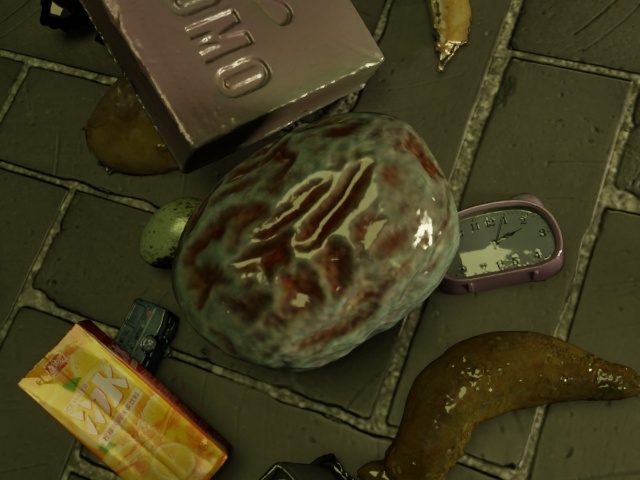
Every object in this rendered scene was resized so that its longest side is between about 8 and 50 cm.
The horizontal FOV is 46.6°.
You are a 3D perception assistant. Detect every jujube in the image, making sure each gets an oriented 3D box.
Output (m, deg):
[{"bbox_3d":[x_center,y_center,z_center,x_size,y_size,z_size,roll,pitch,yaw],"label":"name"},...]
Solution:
[{"bbox_3d":[-0.003,-0.002,0.792,0.308,0.215,0.246,-45,48,2],"label":"jujube"}]

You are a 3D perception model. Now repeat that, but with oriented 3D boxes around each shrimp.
[{"bbox_3d":[0.096,-0.362,1.001,0.287,0.068,0.185,36,87,11],"label":"shrimp"}]

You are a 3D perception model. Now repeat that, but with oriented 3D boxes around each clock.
[{"bbox_3d":[0.197,-0.003,0.851,0.153,0.050,0.109,-12,69,9],"label":"clock"}]

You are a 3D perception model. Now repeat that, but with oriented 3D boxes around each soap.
[{"bbox_3d":[-0.114,-0.270,0.903,0.286,0.107,0.296,-31,88,-22],"label":"soap"}]

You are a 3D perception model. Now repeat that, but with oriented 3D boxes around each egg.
[{"bbox_3d":[-0.174,-0.006,0.918,0.110,0.085,0.085,-32,68,3],"label":"egg"}]

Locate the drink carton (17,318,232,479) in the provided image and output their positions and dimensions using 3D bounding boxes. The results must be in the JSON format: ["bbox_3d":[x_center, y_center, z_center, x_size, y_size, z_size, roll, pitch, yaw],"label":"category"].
[{"bbox_3d":[-0.212,0.195,0.823,0.223,0.071,0.096,41,84,-1],"label":"drink carton"}]

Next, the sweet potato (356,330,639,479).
[{"bbox_3d":[0.169,0.166,0.778,0.310,0.098,0.124,-27,90,1],"label":"sweet potato"}]

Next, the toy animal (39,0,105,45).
[{"bbox_3d":[-0.300,-0.371,1.081,0.219,0.116,0.179,-16,40,13],"label":"toy animal"}]

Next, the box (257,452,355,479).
[{"bbox_3d":[-0.039,0.406,0.682,0.251,0.204,0.345,42,85,20],"label":"box"}]

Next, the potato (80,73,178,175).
[{"bbox_3d":[-0.194,-0.172,0.976,0.138,0.098,0.243,39,85,20],"label":"potato"}]

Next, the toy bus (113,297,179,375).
[{"bbox_3d":[-0.231,0.154,0.898,0.065,0.047,0.165,21,77,21],"label":"toy bus"}]
